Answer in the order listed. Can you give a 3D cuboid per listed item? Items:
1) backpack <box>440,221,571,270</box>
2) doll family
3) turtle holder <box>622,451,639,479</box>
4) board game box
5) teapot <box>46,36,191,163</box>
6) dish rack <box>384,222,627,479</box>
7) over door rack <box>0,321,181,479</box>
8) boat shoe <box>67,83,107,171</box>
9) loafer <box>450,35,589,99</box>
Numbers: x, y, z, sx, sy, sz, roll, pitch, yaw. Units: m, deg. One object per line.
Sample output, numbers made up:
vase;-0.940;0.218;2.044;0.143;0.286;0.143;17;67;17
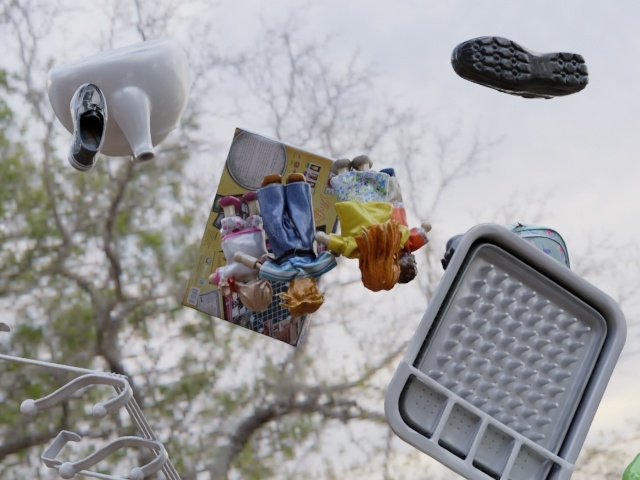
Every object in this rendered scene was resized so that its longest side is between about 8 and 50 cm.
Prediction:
backpack;0.295;0.055;1.822;0.188;0.166;0.144;-11;3;-39
doll family;0.000;0.000;1.348;0.262;0.163;0.118;-11;-20;-3
turtle holder;0.325;0.396;1.311;0.320;0.227;0.243;-36;19;-9
board game box;-0.065;-0.005;1.567;0.165;0.243;0.042;20;8;11
teapot;-0.320;-0.219;1.999;0.252;0.187;0.256;-4;18;34
dish rack;0.247;0.173;1.653;0.285;0.333;0.072;32;-20;-10
over door rack;-0.320;0.255;1.568;0.324;0.240;0.108;14;46;43
boat shoe;-0.292;-0.151;1.545;0.049;0.142;0.040;18;-42;-25
loafer;0.264;-0.226;1.648;0.223;0.076;0.078;3;-18;-31
